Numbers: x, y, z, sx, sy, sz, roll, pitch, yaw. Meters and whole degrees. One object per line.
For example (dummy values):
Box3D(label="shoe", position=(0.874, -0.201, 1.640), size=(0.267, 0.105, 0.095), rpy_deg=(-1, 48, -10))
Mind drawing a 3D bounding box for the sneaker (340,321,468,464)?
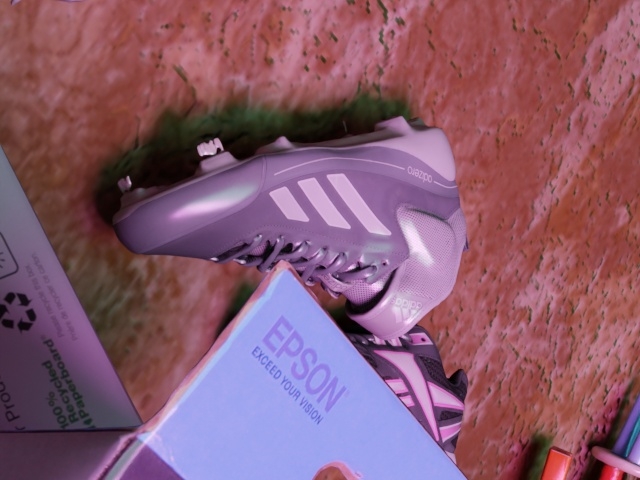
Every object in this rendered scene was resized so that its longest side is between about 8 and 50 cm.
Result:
Box3D(label="sneaker", position=(0.019, 0.067, 0.980), size=(0.178, 0.072, 0.077), rpy_deg=(42, 63, -53))

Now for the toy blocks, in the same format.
Box3D(label="toy blocks", position=(0.158, 0.156, 1.154), size=(0.123, 0.054, 0.148), rpy_deg=(21, 91, -46))

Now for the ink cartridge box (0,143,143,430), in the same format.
Box3D(label="ink cartridge box", position=(-0.243, 0.080, 0.647), size=(0.371, 0.069, 0.175), rpy_deg=(-23, 83, -39))

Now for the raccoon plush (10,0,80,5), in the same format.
Box3D(label="raccoon plush", position=(-0.086, -0.289, 0.686), size=(0.216, 0.299, 0.446), rpy_deg=(-23, 91, -19))

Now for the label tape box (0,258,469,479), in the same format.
Box3D(label="label tape box", position=(-0.089, 0.185, 0.658), size=(0.333, 0.106, 0.240), rpy_deg=(-53, 136, -15))

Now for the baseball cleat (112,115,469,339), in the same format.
Box3D(label="baseball cleat", position=(0.000, 0.000, 0.898), size=(0.206, 0.072, 0.109), rpy_deg=(-16, 86, -40))
